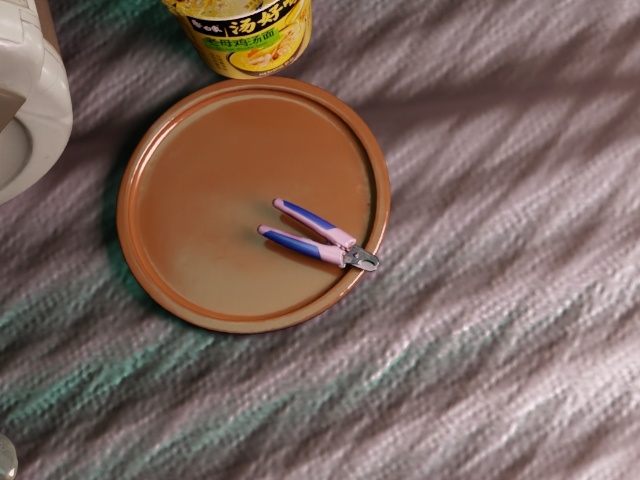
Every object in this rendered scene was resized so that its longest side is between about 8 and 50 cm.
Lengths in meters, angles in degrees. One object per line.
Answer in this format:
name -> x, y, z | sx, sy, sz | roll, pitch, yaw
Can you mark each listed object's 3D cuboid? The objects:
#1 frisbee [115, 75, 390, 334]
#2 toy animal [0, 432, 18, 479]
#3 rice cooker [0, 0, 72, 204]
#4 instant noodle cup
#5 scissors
frisbee -> -0.061, -0.033, 1.579 | 0.251, 0.021, 0.250 | -3, 68, 8
toy animal -> -0.353, 0.130, 1.504 | 0.127, 0.125, 0.251 | -26, 63, -21
rice cooker -> -0.382, -0.172, 1.523 | 0.335, 0.335, 0.325 | -18, 66, 2
instant noodle cup -> -0.070, -0.225, 1.589 | 0.152, 0.122, 0.151 | -6, 57, 10
scissors -> 0.000, 0.000, 1.541 | 0.113, 0.012, 0.039 | 26, 76, 16
